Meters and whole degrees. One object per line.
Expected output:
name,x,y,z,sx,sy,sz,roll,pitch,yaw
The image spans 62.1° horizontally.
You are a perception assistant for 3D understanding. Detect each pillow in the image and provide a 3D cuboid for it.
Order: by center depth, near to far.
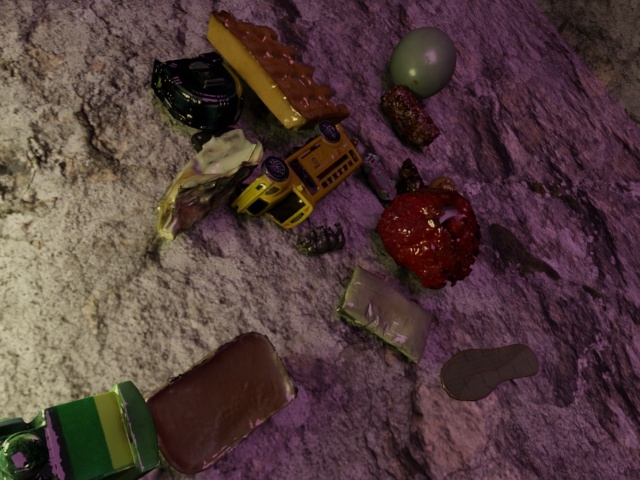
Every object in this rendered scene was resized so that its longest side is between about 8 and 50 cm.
pillow,0.150,0.163,1.187,0.230,0.050,0.148,36,52,-11

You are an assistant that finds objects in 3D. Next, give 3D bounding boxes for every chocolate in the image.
chocolate,-0.174,0.263,0.888,0.261,0.083,0.161,-26,93,-40

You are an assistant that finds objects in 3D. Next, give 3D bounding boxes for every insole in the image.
insole,0.415,0.310,1.285,0.349,0.009,0.119,-3,61,-34

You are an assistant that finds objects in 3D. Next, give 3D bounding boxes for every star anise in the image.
star anise,0.238,-0.157,1.438,0.097,0.070,0.190,67,23,-16

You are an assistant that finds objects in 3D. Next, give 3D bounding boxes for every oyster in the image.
oyster,-0.212,-0.126,1.071,0.100,0.271,0.275,50,7,-24

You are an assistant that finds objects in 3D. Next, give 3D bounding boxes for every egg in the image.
egg,0.324,-0.559,1.678,0.203,0.203,0.282,35,44,-9

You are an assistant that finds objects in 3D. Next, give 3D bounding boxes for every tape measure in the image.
tape measure,-0.262,-0.340,1.206,0.199,0.112,0.186,-25,68,-37

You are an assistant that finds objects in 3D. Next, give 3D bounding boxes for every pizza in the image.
pizza,0.363,-0.121,1.515,0.134,0.046,0.175,32,48,-11

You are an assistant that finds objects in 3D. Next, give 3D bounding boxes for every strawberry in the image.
strawberry,0.279,-0.024,1.280,0.274,0.220,0.274,14,55,-20

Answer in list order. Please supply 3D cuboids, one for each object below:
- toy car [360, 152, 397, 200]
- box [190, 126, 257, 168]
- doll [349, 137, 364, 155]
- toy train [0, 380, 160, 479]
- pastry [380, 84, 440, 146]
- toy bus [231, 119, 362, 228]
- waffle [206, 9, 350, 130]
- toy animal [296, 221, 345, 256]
toy car,0.150,-0.165,1.401,0.142,0.055,0.069,55,42,-18
box,-0.218,-0.204,1.209,0.126,0.027,0.125,-24,75,-41
doll,0.087,-0.236,1.422,0.058,0.040,0.085,48,46,-10
toy train,-0.336,0.277,0.634,0.202,0.301,0.120,-4,61,-45
pastry,0.267,-0.365,1.581,0.115,0.097,0.208,-25,74,-45
toy bus,-0.045,-0.140,1.198,0.151,0.145,0.331,51,45,-6
waffle,-0.100,-0.415,1.330,0.348,0.077,0.304,49,28,6
toy animal,0.000,0.000,1.200,0.136,0.047,0.065,-9,74,-43
